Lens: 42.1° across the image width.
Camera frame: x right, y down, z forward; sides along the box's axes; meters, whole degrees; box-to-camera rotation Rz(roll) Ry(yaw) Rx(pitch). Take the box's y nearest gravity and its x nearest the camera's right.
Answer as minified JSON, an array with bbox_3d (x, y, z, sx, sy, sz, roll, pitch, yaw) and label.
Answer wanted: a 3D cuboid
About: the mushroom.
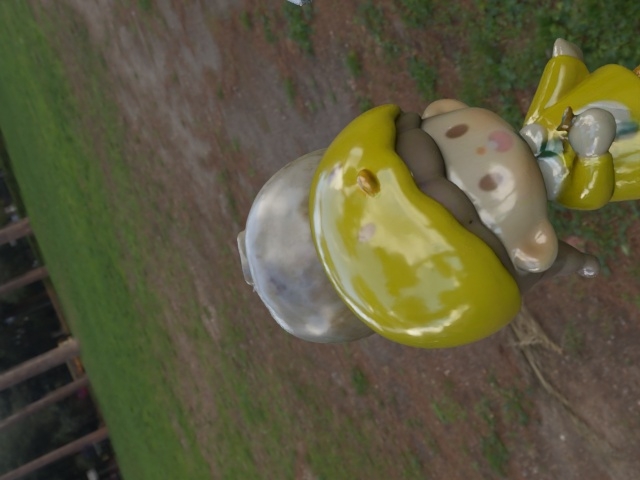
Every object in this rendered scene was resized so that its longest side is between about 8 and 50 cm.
[{"bbox_3d":[0.000,0.000,1.264,0.290,0.298,0.297,8,122,51],"label":"mushroom"}]

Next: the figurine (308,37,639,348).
[{"bbox_3d":[0.160,-0.044,0.675,0.187,0.344,0.215,65,-175,-51],"label":"figurine"}]

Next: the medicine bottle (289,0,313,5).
[{"bbox_3d":[0.020,-0.443,1.157,0.052,0.171,0.201,32,135,22],"label":"medicine bottle"}]
